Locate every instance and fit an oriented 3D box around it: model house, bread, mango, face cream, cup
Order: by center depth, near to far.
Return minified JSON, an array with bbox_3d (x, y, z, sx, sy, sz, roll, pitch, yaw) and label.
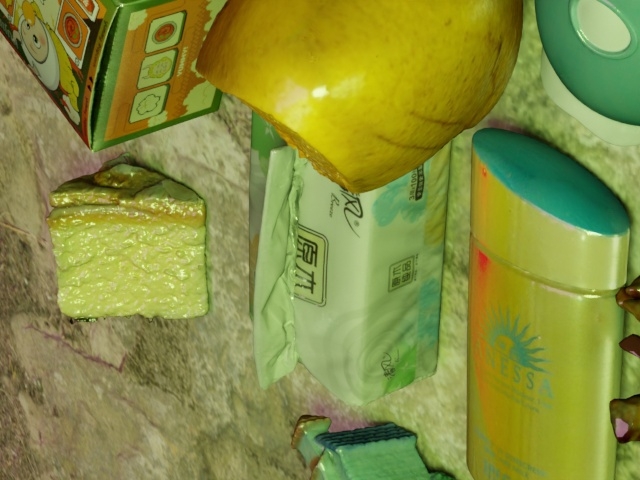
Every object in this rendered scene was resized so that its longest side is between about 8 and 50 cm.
[{"bbox_3d":[0.196,-0.142,1.052,0.300,0.167,0.173,41,152,14],"label":"cup"},{"bbox_3d":[0.022,-0.128,1.165,0.201,0.350,0.199,10,101,8],"label":"mango"},{"bbox_3d":[0.158,0.068,1.313,0.139,0.067,0.285,29,130,43],"label":"face cream"},{"bbox_3d":[0.035,0.210,1.556,0.148,0.119,0.148,61,150,32],"label":"model house"},{"bbox_3d":[-0.177,0.006,1.761,0.152,0.127,0.147,14,121,33],"label":"bread"}]

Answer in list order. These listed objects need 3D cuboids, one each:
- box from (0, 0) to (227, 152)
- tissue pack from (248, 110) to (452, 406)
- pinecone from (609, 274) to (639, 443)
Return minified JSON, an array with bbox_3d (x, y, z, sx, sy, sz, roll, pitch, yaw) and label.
[{"bbox_3d":[-0.181,-0.214,1.585,0.195,0.148,0.177,52,146,26],"label":"box"},{"bbox_3d":[0.000,0.000,1.438,0.159,0.145,0.229,38,136,41],"label":"tissue pack"},{"bbox_3d":[0.265,0.080,1.041,0.229,0.201,0.202,66,-160,-47],"label":"pinecone"}]
